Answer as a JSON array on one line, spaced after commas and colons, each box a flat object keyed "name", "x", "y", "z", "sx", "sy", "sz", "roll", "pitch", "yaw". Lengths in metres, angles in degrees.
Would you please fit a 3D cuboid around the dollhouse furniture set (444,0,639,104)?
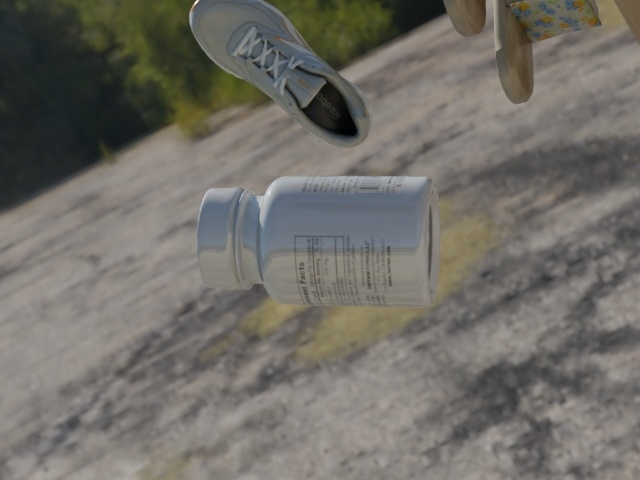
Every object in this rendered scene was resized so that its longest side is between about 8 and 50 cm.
[{"name": "dollhouse furniture set", "x": 0.347, "y": -0.172, "z": 1.350, "sx": 0.362, "sy": 0.256, "sz": 0.394, "roll": -12, "pitch": -28, "yaw": 24}]

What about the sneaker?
[{"name": "sneaker", "x": -0.039, "y": -0.202, "z": 1.746, "sx": 0.099, "sy": 0.262, "sz": 0.121, "roll": -54, "pitch": 10, "yaw": 5}]

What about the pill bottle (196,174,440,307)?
[{"name": "pill bottle", "x": 0.000, "y": 0.000, "z": 1.482, "sx": 0.229, "sy": 0.131, "sz": 0.131, "roll": 1, "pitch": 14, "yaw": 11}]
